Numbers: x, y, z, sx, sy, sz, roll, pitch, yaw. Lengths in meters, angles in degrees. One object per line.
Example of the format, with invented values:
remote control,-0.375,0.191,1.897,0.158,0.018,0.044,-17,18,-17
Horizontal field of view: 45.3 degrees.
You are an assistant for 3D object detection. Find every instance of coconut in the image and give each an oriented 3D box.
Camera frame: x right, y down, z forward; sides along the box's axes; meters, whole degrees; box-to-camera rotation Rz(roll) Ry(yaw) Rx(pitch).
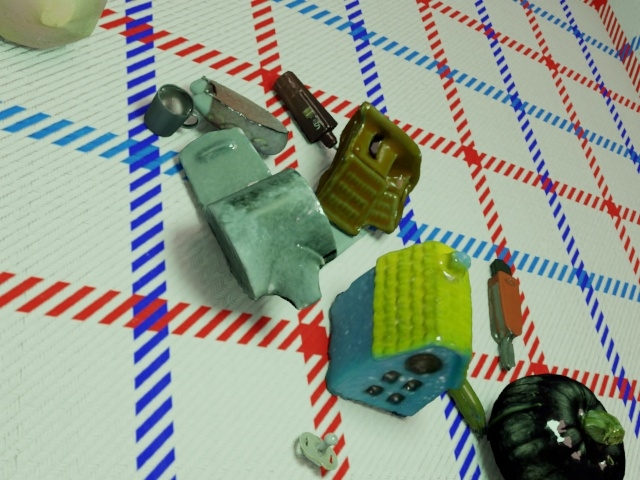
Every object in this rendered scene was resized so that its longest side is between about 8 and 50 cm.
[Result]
coconut,-0.492,-0.467,1.363,0.233,0.233,0.245,3,50,-40

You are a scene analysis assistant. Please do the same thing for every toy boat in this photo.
toy boat,-0.172,-0.242,1.578,0.227,0.085,0.155,26,19,-26

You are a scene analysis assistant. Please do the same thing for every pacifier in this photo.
pacifier,0.006,0.345,1.293,0.083,0.064,0.068,39,24,-11

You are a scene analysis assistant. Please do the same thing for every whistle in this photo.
whistle,-0.118,-0.047,1.396,0.168,0.188,0.405,-27,40,-13

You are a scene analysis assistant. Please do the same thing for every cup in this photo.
cup,-0.284,-0.243,1.482,0.100,0.077,0.078,27,45,-22

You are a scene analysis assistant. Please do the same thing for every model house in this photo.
model house,0.106,-0.118,1.651,0.268,0.173,0.239,35,64,-26
model house,0.167,0.154,1.416,0.216,0.303,0.237,22,48,-19

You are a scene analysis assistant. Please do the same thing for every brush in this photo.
brush,0.443,0.170,1.822,0.070,0.051,0.323,30,44,-24

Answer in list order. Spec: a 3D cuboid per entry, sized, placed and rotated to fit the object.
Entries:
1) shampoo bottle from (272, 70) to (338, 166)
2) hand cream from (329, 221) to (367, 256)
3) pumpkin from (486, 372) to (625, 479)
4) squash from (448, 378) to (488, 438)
shampoo bottle,-0.020,-0.279,1.754,0.236,0.068,0.067,52,31,6
hand cream,0.000,0.000,1.568,0.109,0.067,0.321,48,36,1
pumpkin,0.489,0.391,1.523,0.296,0.296,0.295,23,47,-27
squash,0.294,0.321,1.578,0.052,0.052,0.183,-18,75,-47
